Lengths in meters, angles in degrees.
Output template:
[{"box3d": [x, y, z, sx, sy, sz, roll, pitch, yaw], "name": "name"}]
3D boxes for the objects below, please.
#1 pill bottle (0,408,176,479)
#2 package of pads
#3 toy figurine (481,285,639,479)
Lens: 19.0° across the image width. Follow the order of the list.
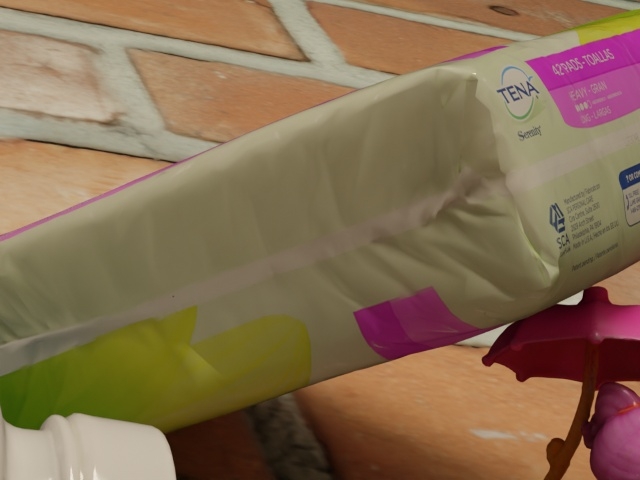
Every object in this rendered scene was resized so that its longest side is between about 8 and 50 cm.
[{"box3d": [-0.175, 0.092, 0.580, 0.246, 0.136, 0.136, 9, 22, -17], "name": "pill bottle"}, {"box3d": [0.000, 0.000, 0.783, 0.297, 0.101, 0.229, -19, 1, 31], "name": "package of pads"}, {"box3d": [0.099, 0.102, 0.719, 0.130, 0.159, 0.173, 4, 24, -28], "name": "toy figurine"}]
